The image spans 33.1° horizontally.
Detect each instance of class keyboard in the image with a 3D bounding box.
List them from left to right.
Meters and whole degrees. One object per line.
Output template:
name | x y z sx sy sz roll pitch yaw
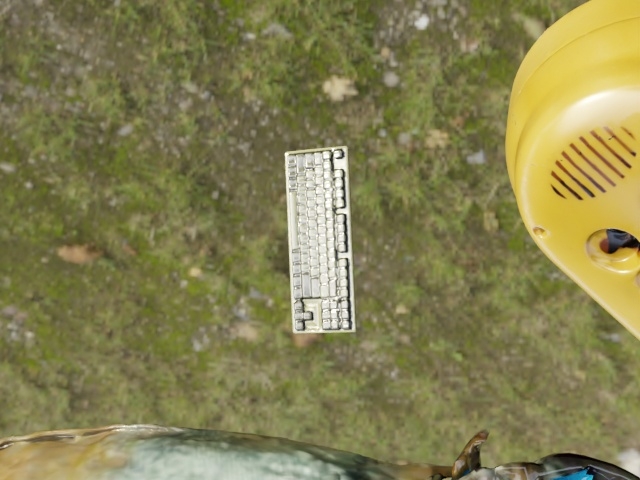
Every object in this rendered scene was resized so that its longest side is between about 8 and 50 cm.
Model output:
keyboard | 0.000 0.000 0.750 0.049 0.129 0.015 -3 178 20

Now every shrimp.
shrimp | -0.024 0.167 0.542 0.446 0.221 0.110 -1 112 -12

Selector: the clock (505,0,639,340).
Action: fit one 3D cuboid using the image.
clock | 0.288 -0.041 0.816 0.317 0.200 0.244 35 128 -14
